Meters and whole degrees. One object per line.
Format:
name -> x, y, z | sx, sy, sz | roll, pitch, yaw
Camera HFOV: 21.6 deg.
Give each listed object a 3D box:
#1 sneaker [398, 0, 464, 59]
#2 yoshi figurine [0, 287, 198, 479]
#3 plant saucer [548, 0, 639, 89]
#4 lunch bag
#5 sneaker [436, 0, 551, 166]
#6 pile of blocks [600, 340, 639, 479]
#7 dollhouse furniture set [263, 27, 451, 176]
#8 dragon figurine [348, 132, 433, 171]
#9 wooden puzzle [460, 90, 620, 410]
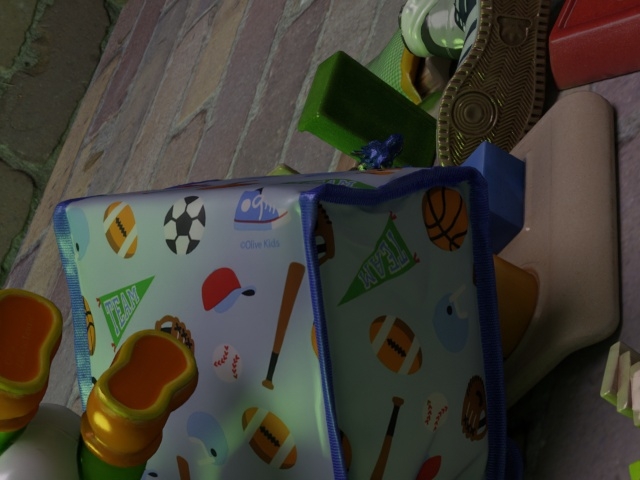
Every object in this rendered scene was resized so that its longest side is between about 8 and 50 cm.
sneaker -> 0.202, -0.305, 1.859 | 0.108, 0.100, 0.272 | 23, 73, 39
yoshi figurine -> -0.214, 0.193, 1.278 | 0.203, 0.203, 0.362 | 49, 133, 32
plant saucer -> 0.320, -0.277, 1.563 | 0.259, 0.047, 0.258 | -63, 20, -14
lunch bag -> -0.020, 0.140, 1.350 | 0.327, 0.239, 0.386 | -2, 95, 48
sneaker -> 0.175, -0.180, 1.711 | 0.153, 0.099, 0.282 | 133, 150, -85
pile of blocks -> 0.268, 0.070, 1.019 | 0.112, 0.149, 0.362 | -38, 28, 47
dollhouse furniture set -> 0.042, -0.179, 1.944 | 0.197, 0.151, 0.302 | -35, 30, 50
dragon figurine -> 0.000, 0.000, 1.707 | 0.289, 0.144, 0.085 | -31, 56, 11
wooden puzzle -> 0.123, 0.050, 1.513 | 0.348, 0.080, 0.322 | -44, 24, 37
